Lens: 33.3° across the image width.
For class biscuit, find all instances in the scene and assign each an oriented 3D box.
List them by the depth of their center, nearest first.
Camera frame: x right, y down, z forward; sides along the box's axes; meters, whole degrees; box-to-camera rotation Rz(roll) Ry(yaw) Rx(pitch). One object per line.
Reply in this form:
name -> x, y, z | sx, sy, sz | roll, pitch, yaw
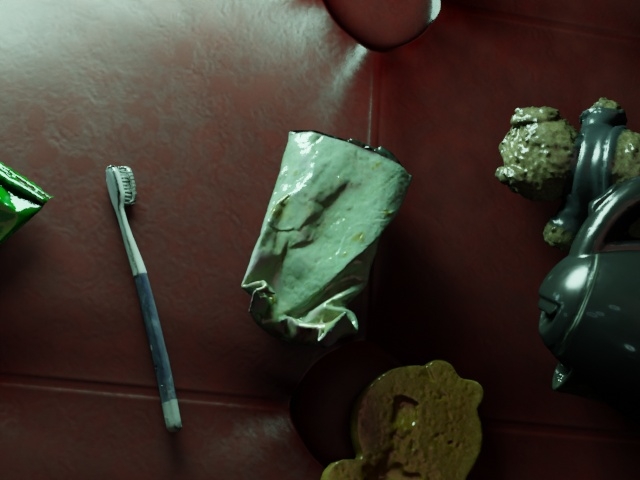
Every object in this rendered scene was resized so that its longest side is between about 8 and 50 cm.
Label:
biscuit -> 0.092, 0.241, 1.107 | 0.184, 0.035, 0.249 | 13, 70, -10

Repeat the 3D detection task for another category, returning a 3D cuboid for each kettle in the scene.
kettle -> 0.382, 0.073, 1.134 | 0.290, 0.207, 0.268 | 23, 91, 2

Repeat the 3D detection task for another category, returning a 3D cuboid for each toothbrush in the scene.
toothbrush -> -0.180, 0.057, 1.104 | 0.026, 0.024, 0.288 | -7, 74, -30

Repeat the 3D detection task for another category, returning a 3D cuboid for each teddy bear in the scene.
teddy bear -> 0.326, -0.073, 1.208 | 0.251, 0.129, 0.182 | 20, 68, -8

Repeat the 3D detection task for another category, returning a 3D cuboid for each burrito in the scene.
burrito -> 0.000, 0.000, 1.132 | 0.143, 0.089, 0.229 | 17, 69, 7

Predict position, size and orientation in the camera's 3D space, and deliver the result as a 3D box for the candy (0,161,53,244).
candy -> -0.378, -0.013, 1.050 | 0.141, 0.078, 0.203 | 39, 57, -12
